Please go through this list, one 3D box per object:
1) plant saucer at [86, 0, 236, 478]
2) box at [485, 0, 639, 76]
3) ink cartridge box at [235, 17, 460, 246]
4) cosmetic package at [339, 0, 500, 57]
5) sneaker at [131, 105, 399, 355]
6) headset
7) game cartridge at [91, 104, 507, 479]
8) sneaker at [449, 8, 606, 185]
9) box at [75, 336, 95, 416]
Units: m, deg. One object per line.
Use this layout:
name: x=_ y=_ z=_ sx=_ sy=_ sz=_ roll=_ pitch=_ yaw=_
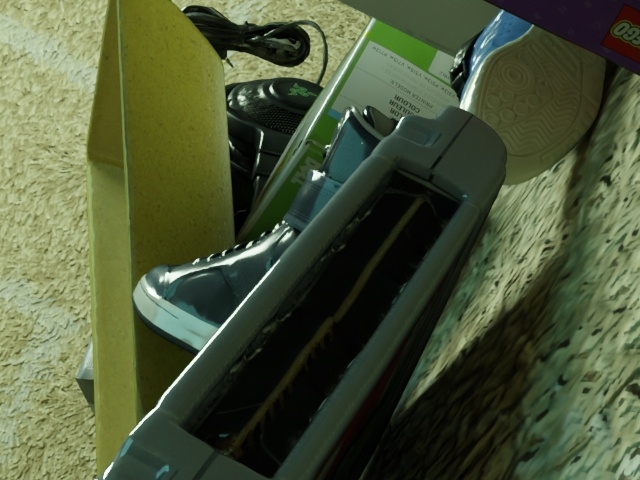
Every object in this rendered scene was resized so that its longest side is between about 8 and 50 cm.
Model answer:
plant saucer: x=-0.118 y=0.019 z=1.064 sx=0.333 sy=0.081 sz=0.333 roll=122 pitch=145 yaw=-67
box: x=0.031 y=-0.191 z=0.626 sx=0.057 sy=0.293 sz=0.201 roll=-63 pitch=1 yaw=34
ink cartridge box: x=0.000 y=0.000 z=0.945 sx=0.255 sy=0.097 sz=0.189 roll=-61 pitch=5 yaw=-30
cosmetic package: x=0.124 y=-0.338 z=0.758 sx=0.230 sy=0.161 sz=0.453 roll=-64 pitch=1 yaw=-39
sneaker: x=-0.011 y=0.004 z=0.795 sx=0.226 sy=0.086 sz=0.163 roll=22 pitch=86 yaw=57
headset: x=-0.067 y=-0.046 z=1.219 sx=0.243 sy=0.185 sz=0.394 roll=109 pitch=172 yaw=-50
game cartridge: x=-0.022 y=0.088 z=0.530 sx=0.294 sy=0.060 sz=0.196 roll=-50 pitch=-11 yaw=-53
sneaker: x=0.090 y=-0.067 z=0.672 sx=0.084 sy=0.058 sz=0.152 roll=-57 pitch=8 yaw=53
box: x=-0.139 y=0.088 z=1.336 sx=0.183 sy=0.056 sz=0.231 roll=75 pitch=-157 yaw=-47
